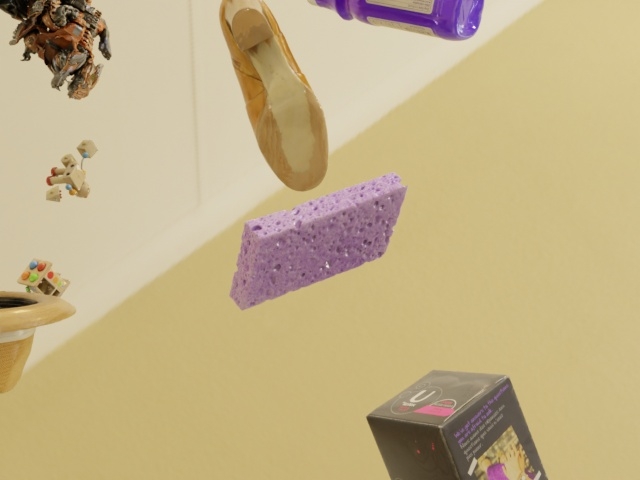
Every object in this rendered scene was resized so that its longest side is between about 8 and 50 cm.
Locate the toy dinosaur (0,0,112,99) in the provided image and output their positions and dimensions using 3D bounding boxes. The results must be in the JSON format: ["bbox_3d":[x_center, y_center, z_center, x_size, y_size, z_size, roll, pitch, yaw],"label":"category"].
[{"bbox_3d":[-0.417,-0.358,1.367,0.218,0.322,0.164,10,-53,-45],"label":"toy dinosaur"}]

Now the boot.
[{"bbox_3d":[-0.069,-0.235,1.364,0.104,0.211,0.295,-20,-66,1],"label":"boot"}]

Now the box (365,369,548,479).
[{"bbox_3d":[0.202,0.330,1.255,0.143,0.270,0.165,-27,10,-32],"label":"box"}]

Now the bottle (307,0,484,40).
[{"bbox_3d":[0.108,-0.377,1.428,0.118,0.282,0.092,-14,-62,-55],"label":"bottle"}]

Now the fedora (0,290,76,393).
[{"bbox_3d":[-0.304,0.089,0.791,0.194,0.194,0.079,-6,-83,-59],"label":"fedora"}]

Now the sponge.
[{"bbox_3d":[0.000,0.000,1.037,0.210,0.031,0.117,-20,-37,-33],"label":"sponge"}]

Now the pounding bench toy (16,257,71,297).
[{"bbox_3d":[-0.487,0.081,1.581,0.083,0.052,0.065,-60,-41,-26],"label":"pounding bench toy"}]

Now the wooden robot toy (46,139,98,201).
[{"bbox_3d":[-0.504,-0.122,1.885,0.079,0.076,0.173,62,-148,-41],"label":"wooden robot toy"}]
